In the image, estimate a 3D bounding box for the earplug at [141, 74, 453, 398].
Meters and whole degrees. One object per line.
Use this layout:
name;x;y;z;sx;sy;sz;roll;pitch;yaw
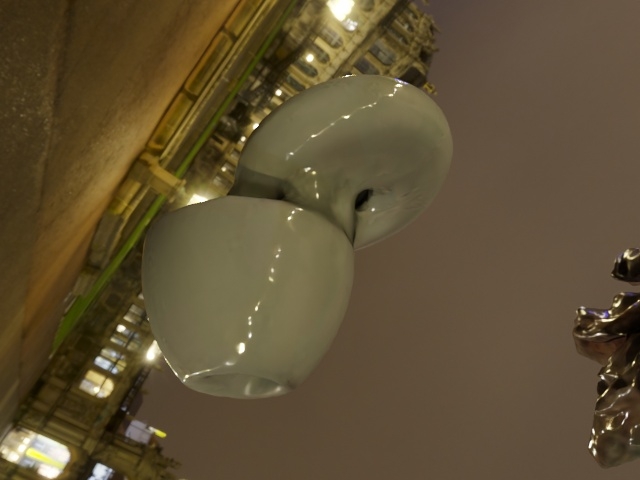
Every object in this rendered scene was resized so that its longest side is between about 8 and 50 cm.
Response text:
earplug;-0.009;-0.007;0.421;0.325;0.175;0.214;-44;150;-17

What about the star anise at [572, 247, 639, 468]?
star anise;0.336;0.067;0.368;0.332;0.117;0.332;-47;-174;6
